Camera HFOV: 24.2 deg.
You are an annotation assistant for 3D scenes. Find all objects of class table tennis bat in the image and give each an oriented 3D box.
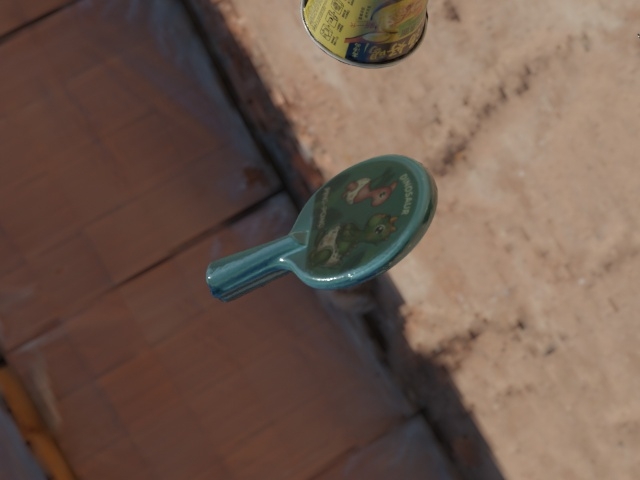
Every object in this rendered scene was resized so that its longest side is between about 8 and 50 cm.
[{"bbox_3d":[0.000,0.000,1.142,0.033,0.201,0.124,51,-153,-36],"label":"table tennis bat"}]

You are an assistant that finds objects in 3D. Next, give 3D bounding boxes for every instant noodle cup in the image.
[{"bbox_3d":[0.060,-0.285,1.686,0.151,0.151,0.122,56,158,16],"label":"instant noodle cup"}]

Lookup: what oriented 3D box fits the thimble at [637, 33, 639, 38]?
[{"bbox_3d":[0.339,-0.128,1.055,0.150,0.219,0.219,-37,82,48],"label":"thimble"}]
